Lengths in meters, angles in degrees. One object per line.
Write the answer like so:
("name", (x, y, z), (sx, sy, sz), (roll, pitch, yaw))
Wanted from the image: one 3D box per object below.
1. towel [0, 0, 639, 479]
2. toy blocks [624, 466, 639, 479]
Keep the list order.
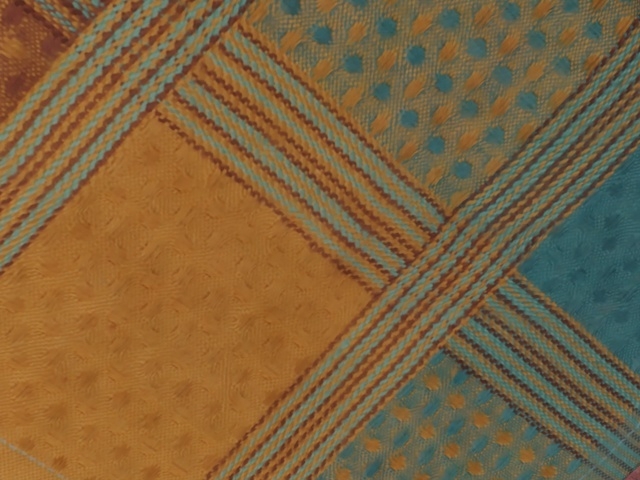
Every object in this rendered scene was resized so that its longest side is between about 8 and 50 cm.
("towel", (0.000, 0.000, 0.613), (0.271, 0.040, 0.370), (-45, 130, 6))
("toy blocks", (0.284, 0.160, 0.827), (0.288, 0.309, 0.260), (17, 114, -38))
